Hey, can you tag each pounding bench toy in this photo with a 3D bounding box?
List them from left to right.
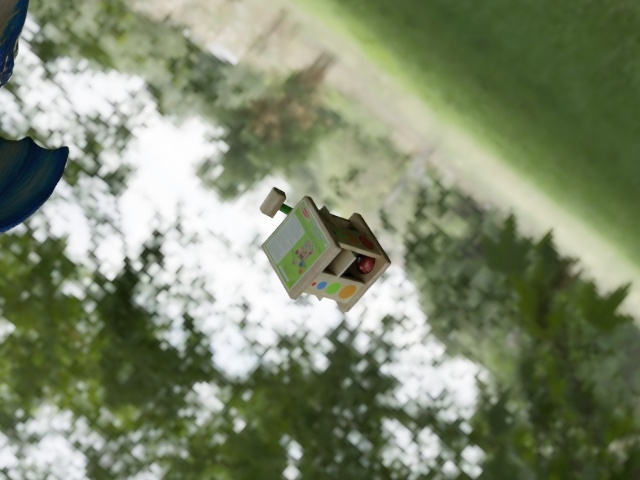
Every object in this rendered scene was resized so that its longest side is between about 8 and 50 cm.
[{"bbox_3d":[0.000,0.000,1.103,0.065,0.052,0.083,16,-147,-45],"label":"pounding bench toy"}]

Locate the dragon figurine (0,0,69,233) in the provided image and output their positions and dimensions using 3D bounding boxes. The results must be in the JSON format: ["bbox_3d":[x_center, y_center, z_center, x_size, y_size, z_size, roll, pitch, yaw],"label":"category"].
[{"bbox_3d":[-0.161,-0.054,0.663,0.085,0.144,0.289,9,-154,23],"label":"dragon figurine"}]
